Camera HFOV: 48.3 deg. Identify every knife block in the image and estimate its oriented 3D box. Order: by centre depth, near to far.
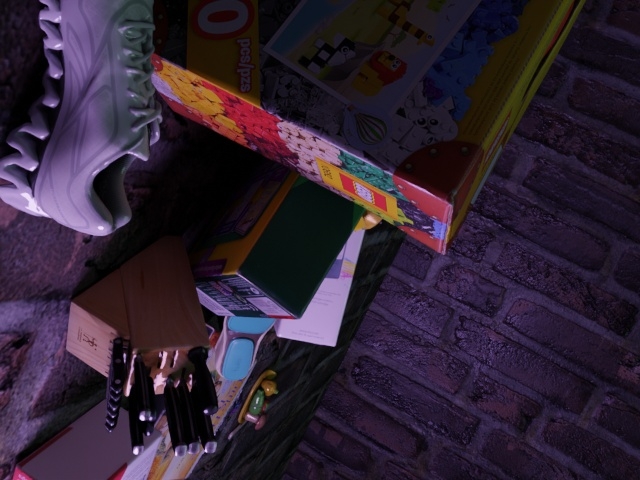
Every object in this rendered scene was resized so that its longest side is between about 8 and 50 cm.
[{"bbox_3d":[-0.182,0.132,0.899,0.275,0.242,0.088,-45,160,-53],"label":"knife block"}]

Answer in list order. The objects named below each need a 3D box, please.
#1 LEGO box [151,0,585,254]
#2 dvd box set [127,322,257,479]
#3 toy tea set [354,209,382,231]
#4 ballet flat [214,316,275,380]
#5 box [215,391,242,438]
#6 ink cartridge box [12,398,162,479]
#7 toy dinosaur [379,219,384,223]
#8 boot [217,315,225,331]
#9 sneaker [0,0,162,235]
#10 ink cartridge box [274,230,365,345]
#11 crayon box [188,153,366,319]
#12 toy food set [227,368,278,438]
[{"bbox_3d":[0.089,-0.300,0.762,0.500,0.372,0.193,-60,167,-9],"label":"LEGO box"},{"bbox_3d":[-0.261,0.326,1.405,0.308,0.062,0.420,-59,167,-12],"label":"dvd box set"},{"bbox_3d":[0.057,-0.045,1.114,0.336,0.124,0.200,-29,-149,56],"label":"toy tea set"},{"bbox_3d":[-0.128,0.137,1.201,0.086,0.086,0.248,-46,167,-50],"label":"ballet flat"},{"bbox_3d":[-0.246,0.431,1.758,0.162,0.029,0.116,-52,165,-32],"label":"box"},{"bbox_3d":[-0.364,0.405,1.052,0.197,0.114,0.273,-36,151,-64],"label":"ink cartridge box"},{"bbox_3d":[0.167,-0.153,1.904,0.218,0.164,0.322,-72,161,-64],"label":"toy dinosaur"},{"bbox_3d":[-0.116,0.051,1.309,0.246,0.094,0.207,-51,161,-17],"label":"boot"},{"bbox_3d":[-0.182,-0.140,0.620,0.110,0.118,0.292,-29,143,-64],"label":"sneaker"},{"bbox_3d":[0.000,0.000,1.375,0.207,0.119,0.354,-136,-120,-77],"label":"ink cartridge box"},{"bbox_3d":[-0.048,-0.048,1.000,0.313,0.106,0.363,-57,-164,-17],"label":"crayon box"},{"bbox_3d":[-0.171,0.476,2.041,0.218,0.071,0.128,-65,167,15],"label":"toy food set"}]
